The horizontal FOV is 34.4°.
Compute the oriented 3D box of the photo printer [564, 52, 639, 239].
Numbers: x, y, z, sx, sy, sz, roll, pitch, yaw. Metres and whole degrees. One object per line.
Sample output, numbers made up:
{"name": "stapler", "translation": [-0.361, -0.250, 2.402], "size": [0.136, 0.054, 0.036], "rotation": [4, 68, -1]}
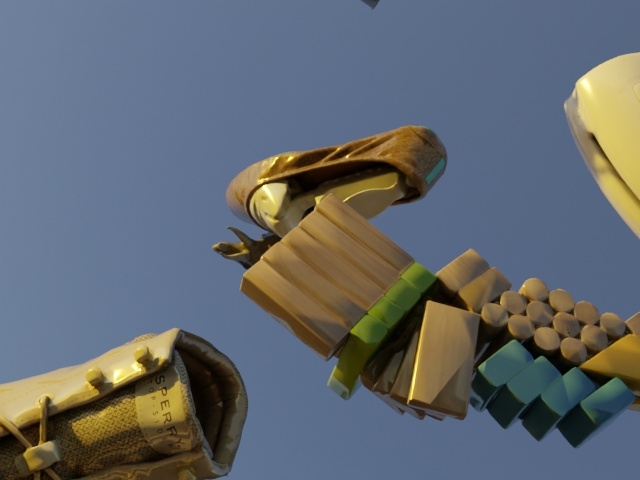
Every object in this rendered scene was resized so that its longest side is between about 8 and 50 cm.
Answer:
{"name": "photo printer", "translation": [0.407, -0.082, 1.023], "size": [0.256, 0.308, 0.107], "rotation": [61, -32, 27]}

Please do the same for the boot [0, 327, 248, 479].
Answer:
{"name": "boot", "translation": [-0.158, 0.113, 0.515], "size": [0.204, 0.262, 0.095], "rotation": [-18, -97, 14]}

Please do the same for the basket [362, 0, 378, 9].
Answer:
{"name": "basket", "translation": [0.009, -0.423, 1.314], "size": [0.227, 0.204, 0.154], "rotation": [29, -49, -5]}

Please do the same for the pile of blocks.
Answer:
{"name": "pile of blocks", "translation": [0.114, 0.095, 0.772], "size": [0.362, 0.149, 0.112], "rotation": [18, -37, 0]}

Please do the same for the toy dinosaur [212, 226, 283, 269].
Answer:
{"name": "toy dinosaur", "translation": [0.000, 0.000, 1.518], "size": [0.121, 0.314, 0.160], "rotation": [64, -16, 7]}

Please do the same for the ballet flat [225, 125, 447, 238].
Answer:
{"name": "ballet flat", "translation": [0.005, -0.059, 1.377], "size": [0.343, 0.124, 0.116], "rotation": [-11, -53, 26]}
